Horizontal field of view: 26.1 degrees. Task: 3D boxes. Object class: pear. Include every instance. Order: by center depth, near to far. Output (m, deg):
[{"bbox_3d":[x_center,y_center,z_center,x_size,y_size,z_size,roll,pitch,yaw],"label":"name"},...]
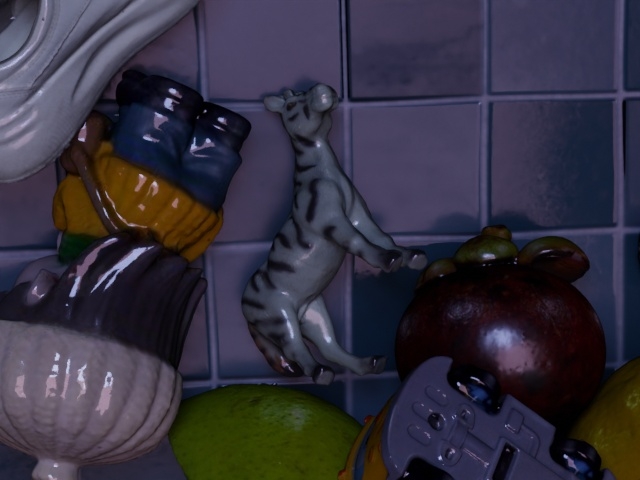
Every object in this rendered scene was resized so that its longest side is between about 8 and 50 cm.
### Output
[{"bbox_3d":[-0.002,0.238,1.155,0.139,0.239,0.288,-38,98,10],"label":"pear"}]

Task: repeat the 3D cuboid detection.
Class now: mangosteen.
[{"bbox_3d":[0.156,0.075,1.193,0.200,0.200,0.200,-1,99,-5],"label":"mangosteen"}]

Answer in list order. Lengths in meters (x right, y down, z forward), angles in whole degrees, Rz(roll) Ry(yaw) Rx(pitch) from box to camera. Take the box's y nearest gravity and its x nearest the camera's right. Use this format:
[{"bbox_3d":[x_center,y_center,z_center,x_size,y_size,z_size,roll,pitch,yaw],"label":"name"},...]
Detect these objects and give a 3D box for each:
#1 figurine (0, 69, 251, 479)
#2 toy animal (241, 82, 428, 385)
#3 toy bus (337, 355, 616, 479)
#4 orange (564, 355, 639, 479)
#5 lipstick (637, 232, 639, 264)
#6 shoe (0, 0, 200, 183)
[{"bbox_3d":[-0.165,0.034,1.127,0.185,0.204,0.332,27,100,-37],"label":"figurine"},{"bbox_3d":[0.013,0.000,1.173,0.090,0.170,0.255,9,95,-48],"label":"toy animal"},{"bbox_3d":[0.119,0.199,1.098,0.209,0.136,0.126,36,53,-10],"label":"toy bus"},{"bbox_3d":[0.343,0.223,1.189,0.279,0.235,0.279,-1,103,-4],"label":"orange"},{"bbox_3d":[0.436,-0.003,1.241,0.300,0.081,0.081,-10,100,-3],"label":"lipstick"},{"bbox_3d":[-0.203,-0.204,1.077,0.316,0.124,0.159,-56,141,-12],"label":"shoe"}]
